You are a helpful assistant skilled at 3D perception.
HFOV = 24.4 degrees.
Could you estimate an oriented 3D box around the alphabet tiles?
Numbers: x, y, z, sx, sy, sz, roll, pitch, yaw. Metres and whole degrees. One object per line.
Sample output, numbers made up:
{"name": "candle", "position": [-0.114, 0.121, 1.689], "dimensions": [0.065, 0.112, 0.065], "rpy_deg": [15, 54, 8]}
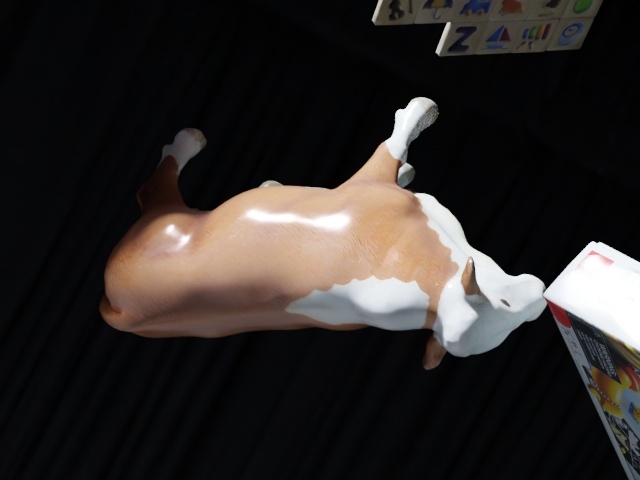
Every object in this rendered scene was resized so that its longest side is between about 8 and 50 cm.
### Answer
{"name": "alphabet tiles", "position": [0.166, -0.241, 1.304], "dimensions": [0.237, 0.198, 0.009], "rpy_deg": [-6, 49, -25]}

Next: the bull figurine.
{"name": "bull figurine", "position": [0.000, 0.000, 1.005], "dimensions": [0.310, 0.188, 0.101], "rpy_deg": [-2, -48, 17]}

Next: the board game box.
{"name": "board game box", "position": [0.259, 0.144, 0.893], "dimensions": [0.193, 0.053, 0.305], "rpy_deg": [32, -19, 43]}
